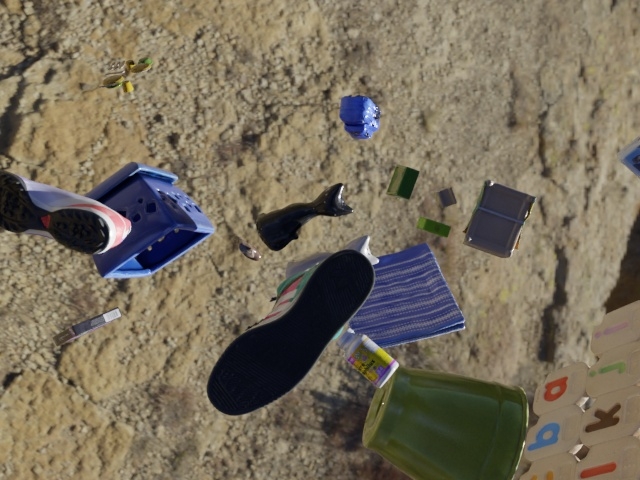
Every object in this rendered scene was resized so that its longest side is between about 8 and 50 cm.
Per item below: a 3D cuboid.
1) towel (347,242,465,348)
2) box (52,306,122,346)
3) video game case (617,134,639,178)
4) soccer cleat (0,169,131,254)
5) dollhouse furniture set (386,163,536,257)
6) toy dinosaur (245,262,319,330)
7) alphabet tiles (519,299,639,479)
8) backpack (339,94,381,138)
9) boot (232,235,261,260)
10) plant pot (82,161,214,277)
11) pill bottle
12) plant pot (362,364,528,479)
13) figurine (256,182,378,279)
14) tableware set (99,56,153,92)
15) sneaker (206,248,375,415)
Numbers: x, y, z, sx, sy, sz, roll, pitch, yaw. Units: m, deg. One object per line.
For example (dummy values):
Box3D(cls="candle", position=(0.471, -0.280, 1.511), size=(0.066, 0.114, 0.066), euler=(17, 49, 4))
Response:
Box3D(cls="towel", position=(0.169, 0.118, 1.587), size=(0.243, 0.336, 0.040), euler=(-14, 118, 1))
Box3D(cls="box", position=(-0.544, 0.202, 1.638), size=(0.116, 0.162, 0.029), euler=(-24, 91, -39))
Box3D(cls="video game case", position=(0.532, -0.115, 0.933), size=(0.201, 0.183, 0.023), euler=(33, 33, -21))
Box3D(cls="soccer cleat", position=(-0.527, -0.059, 1.376), size=(0.116, 0.318, 0.109), euler=(-35, 143, -74))
Box3D(cls="dollhouse furniture set", position=(0.152, -0.038, 0.782), size=(0.151, 0.058, 0.076), euler=(19, 95, -6))
Box3D(cls="toy dinosaur", position=(-0.080, 0.155, 1.386), size=(0.118, 0.064, 0.268), euler=(33, 77, -64))
Box3D(cls="alphabet tiles", position=(0.295, 0.152, 0.627), size=(0.021, 0.278, 0.284), euler=(40, 46, -12))
Box3D(cls="backpack", position=(0.105, -0.334, 1.896), size=(0.120, 0.097, 0.101), euler=(40, 53, -65))
Box3D(cls="boot", position=(-0.194, 0.033, 1.946), size=(0.106, 0.114, 0.037), euler=(38, 87, -22))
Box3D(cls="plant pot", position=(-0.436, -0.055, 1.719), size=(0.212, 0.235, 0.236), euler=(59, 12, 11))
Box3D(cls="pill bottle", position=(0.061, 0.156, 0.947), size=(0.043, 0.083, 0.043), euler=(-48, 167, -14))
Box3D(cls="plant pot", position=(0.313, 0.504, 1.900), size=(0.352, 0.366, 0.367), euler=(22, 74, 1))
Box3D(cls="figurine", position=(0.000, 0.000, 1.537), size=(0.215, 0.209, 0.092), euler=(61, 18, -18))
Box3D(cls="tableware set", position=(-0.429, -0.369, 1.572), size=(0.154, 0.103, 0.024), euler=(-95, 175, -55))
Box3D(cls="sneaker", position=(-0.050, 0.137, 1.053), size=(0.295, 0.178, 0.124), euler=(-42, 87, -12))
